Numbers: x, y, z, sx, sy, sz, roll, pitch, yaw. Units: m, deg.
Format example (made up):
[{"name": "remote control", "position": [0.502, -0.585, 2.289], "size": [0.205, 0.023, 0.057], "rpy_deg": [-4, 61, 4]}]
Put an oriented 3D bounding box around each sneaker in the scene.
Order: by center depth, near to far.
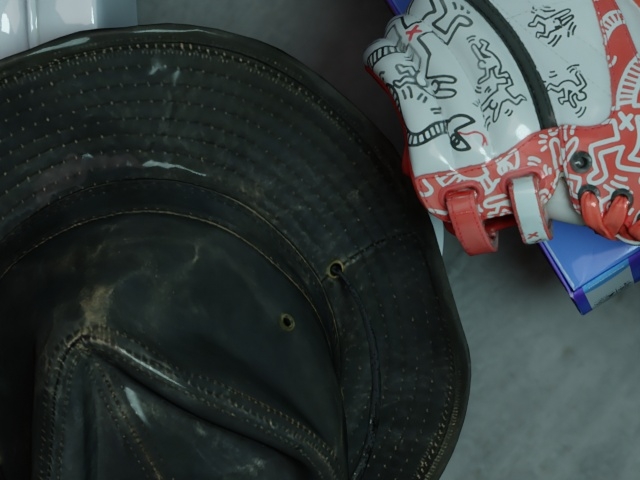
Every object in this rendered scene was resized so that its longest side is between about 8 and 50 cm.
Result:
[{"name": "sneaker", "position": [0.132, -0.021, 0.708], "size": [0.145, 0.090, 0.270], "rpy_deg": [-39, 71, 5]}]

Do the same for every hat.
[{"name": "hat", "position": [-0.077, 0.079, 0.748], "size": [0.331, 0.134, 0.331], "rpy_deg": [-2, 116, -5]}]

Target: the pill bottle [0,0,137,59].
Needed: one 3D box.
[{"name": "pill bottle", "position": [-0.259, -0.102, 0.818], "size": [0.322, 0.181, 0.182], "rpy_deg": [-2, 85, 3]}]

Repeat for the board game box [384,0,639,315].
[{"name": "board game box", "position": [0.134, -0.173, 0.819], "size": [0.233, 0.078, 0.347], "rpy_deg": [-31, 75, 6]}]

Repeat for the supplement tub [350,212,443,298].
[{"name": "supplement tub", "position": [0.000, 0.000, 0.837], "size": [0.107, 0.071, 0.071], "rpy_deg": [11, 85, -19]}]
